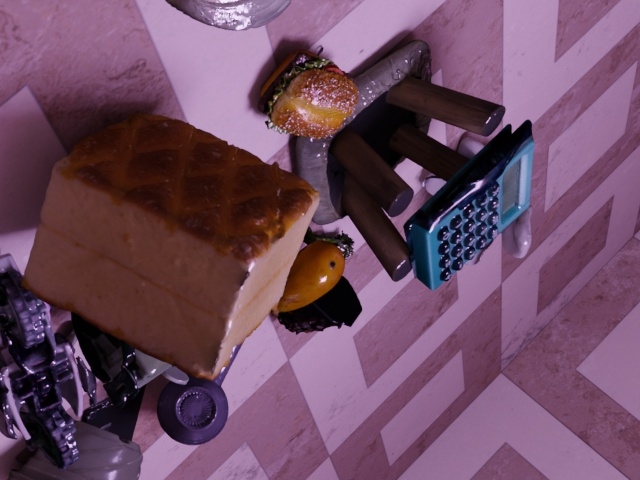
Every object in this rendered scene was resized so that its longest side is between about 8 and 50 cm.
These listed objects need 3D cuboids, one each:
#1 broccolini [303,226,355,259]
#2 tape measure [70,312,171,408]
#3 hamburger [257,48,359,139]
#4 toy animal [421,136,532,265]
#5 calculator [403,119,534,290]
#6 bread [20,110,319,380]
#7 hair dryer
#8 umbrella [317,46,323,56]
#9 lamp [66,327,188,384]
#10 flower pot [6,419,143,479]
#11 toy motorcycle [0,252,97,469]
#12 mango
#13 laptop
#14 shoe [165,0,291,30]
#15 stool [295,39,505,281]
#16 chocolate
[{"bbox_3d":[0.000,0.003,2.097,0.067,0.058,0.216,-50,155,8],"label":"broccolini"},{"bbox_3d":[-0.255,0.092,1.620,0.115,0.207,0.235,-36,178,40],"label":"tape measure"},{"bbox_3d":[-0.013,-0.207,1.723,0.137,0.087,0.166,-49,149,19],"label":"hamburger"},{"bbox_3d":[0.340,-0.095,2.367,0.174,0.249,0.289,-24,-156,21],"label":"toy animal"},{"bbox_3d":[0.257,-0.049,1.922,0.274,0.058,0.248,-41,154,-14],"label":"calculator"},{"bbox_3d":[-0.181,-0.007,1.458,0.279,0.279,0.207,-45,160,-59],"label":"bread"},{"bbox_3d":[-0.163,0.187,2.004,0.361,0.121,0.301,-60,-176,-11],"label":"hair dryer"},{"bbox_3d":[-0.024,-0.244,1.768,0.122,0.013,0.022,-63,174,23],"label":"umbrella"},{"bbox_3d":[-0.296,0.185,1.741,0.056,0.198,0.050,-62,-166,8],"label":"lamp"},{"bbox_3d":[-0.374,0.372,1.849,0.140,0.236,0.235,-68,159,-15],"label":"flower pot"},{"bbox_3d":[-0.402,0.158,1.553,0.143,0.188,0.327,-24,131,-25],"label":"toy motorcycle"},{"bbox_3d":[-0.030,0.066,2.035,0.165,0.089,0.115,-38,-166,4],"label":"mango"},{"bbox_3d":[-0.367,0.330,2.001,0.129,0.016,0.180,-25,147,-41],"label":"laptop"},{"bbox_3d":[-0.056,-0.392,1.382,0.342,0.132,0.210,-34,147,-38],"label":"shoe"},{"bbox_3d":[0.138,-0.131,1.944,0.310,0.226,0.310,-40,155,-16],"label":"stool"},{"bbox_3d":[-0.021,0.129,2.174,0.156,0.156,0.133,-14,154,-52],"label":"chocolate"}]
